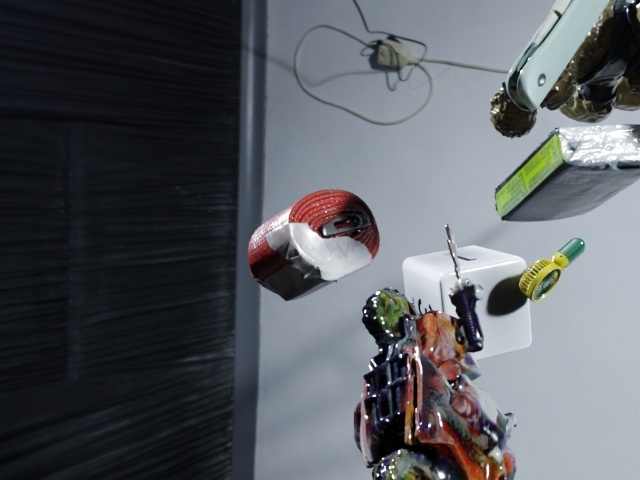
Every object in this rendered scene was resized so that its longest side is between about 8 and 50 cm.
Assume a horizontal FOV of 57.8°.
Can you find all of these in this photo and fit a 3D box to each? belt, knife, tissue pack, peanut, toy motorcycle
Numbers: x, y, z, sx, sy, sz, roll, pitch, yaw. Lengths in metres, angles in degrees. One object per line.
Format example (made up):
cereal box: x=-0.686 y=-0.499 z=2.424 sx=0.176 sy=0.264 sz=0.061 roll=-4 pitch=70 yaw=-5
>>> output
belt: x=0.000 y=0.000 z=0.828 sx=0.124 sy=0.200 sz=0.128 roll=-30 pitch=84 yaw=40
knife: x=0.179 y=-0.167 z=0.403 sx=0.023 sy=0.044 sz=0.162 roll=32 pitch=89 yaw=46
tissue pack: x=0.683 y=-0.172 z=1.570 sx=0.394 sy=0.287 sz=0.124 roll=107 pitch=159 yaw=-71
peanut: x=0.530 y=-0.291 z=1.090 sx=0.120 sy=0.298 sz=0.136 roll=-24 pitch=98 yaw=1
toy motorcycle: x=0.135 y=0.148 z=0.671 sx=0.134 sy=0.207 sz=0.401 roll=-42 pitch=33 yaw=34

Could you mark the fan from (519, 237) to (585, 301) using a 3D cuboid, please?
fan: x=0.441 y=0.050 z=1.099 sx=0.155 sy=0.082 sz=0.039 roll=-38 pitch=50 yaw=-9

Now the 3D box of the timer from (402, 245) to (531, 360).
timer: x=0.302 y=0.128 z=1.217 sx=0.195 sy=0.194 sz=0.193 roll=-157 pitch=59 yaw=-73

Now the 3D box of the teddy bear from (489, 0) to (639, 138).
teddy bear: x=0.322 y=-0.216 z=0.666 sx=0.251 sy=0.182 sz=0.129 roll=-13 pitch=83 yaw=-6

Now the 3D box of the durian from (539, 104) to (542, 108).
durian: x=0.526 y=-0.390 z=1.308 sx=0.148 sy=0.091 sz=0.189 roll=-15 pitch=93 yaw=31
